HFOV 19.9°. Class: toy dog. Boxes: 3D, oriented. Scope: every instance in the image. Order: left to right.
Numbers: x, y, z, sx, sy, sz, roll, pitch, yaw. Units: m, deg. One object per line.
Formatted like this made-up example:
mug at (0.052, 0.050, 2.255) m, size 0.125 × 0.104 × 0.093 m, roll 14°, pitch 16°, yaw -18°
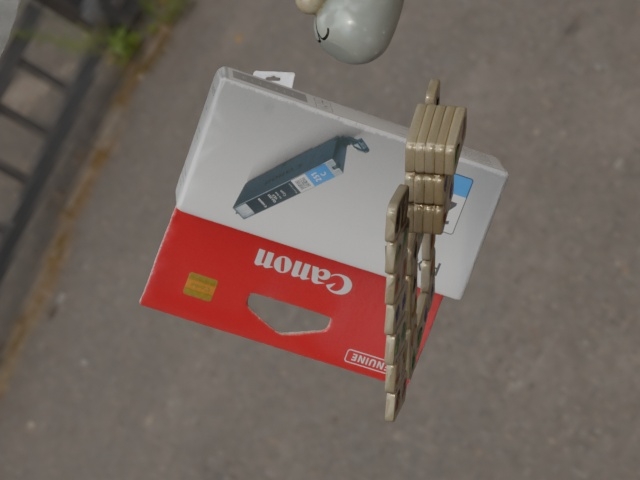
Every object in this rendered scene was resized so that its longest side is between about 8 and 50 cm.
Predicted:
toy dog at (0.034, -0.342, 1.633) m, size 0.220 × 0.161 × 0.334 m, roll 128°, pitch 158°, yaw -51°

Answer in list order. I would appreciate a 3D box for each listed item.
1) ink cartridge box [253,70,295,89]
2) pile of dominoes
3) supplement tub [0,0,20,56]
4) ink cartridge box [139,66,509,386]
ink cartridge box at (-0.049, -0.127, 1.836) m, size 0.048 × 0.028 × 0.083 m, roll 5°, pitch 74°, yaw 20°
pile of dominoes at (0.087, 0.014, 1.443) m, size 0.196 × 0.040 × 0.251 m, roll -71°, pitch -16°, yaw -48°
supplement tub at (-0.428, -0.235, 1.443) m, size 0.241 × 0.331 × 0.241 m, roll -17°, pitch 67°, yaw 45°
ink cartridge box at (0.000, 0.000, 1.777) m, size 0.066 × 0.296 × 0.261 m, roll -103°, pitch 32°, yaw -72°
